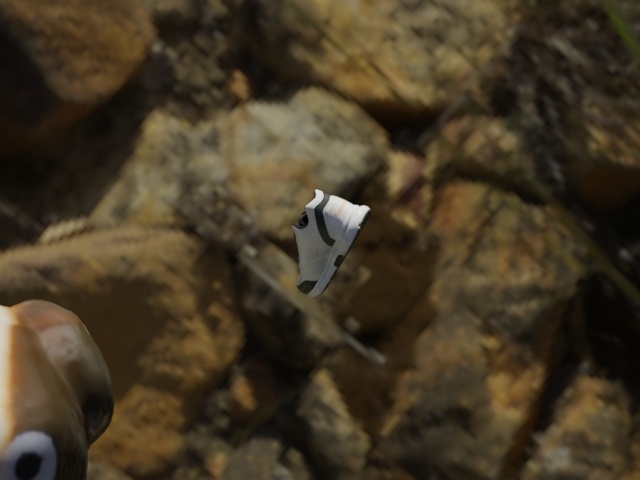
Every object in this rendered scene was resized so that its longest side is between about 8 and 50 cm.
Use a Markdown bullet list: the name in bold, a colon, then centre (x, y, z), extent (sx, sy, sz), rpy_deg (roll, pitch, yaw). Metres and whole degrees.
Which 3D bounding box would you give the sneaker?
- **sneaker**: centre (0.000, 0.000, 1.329), extent (0.040, 0.044, 0.109), rpy_deg (-61, -1, -36)

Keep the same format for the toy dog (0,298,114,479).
- **toy dog**: centre (-0.275, 0.174, 1.253), extent (0.408, 0.285, 0.395), rpy_deg (-40, 51, 54)
